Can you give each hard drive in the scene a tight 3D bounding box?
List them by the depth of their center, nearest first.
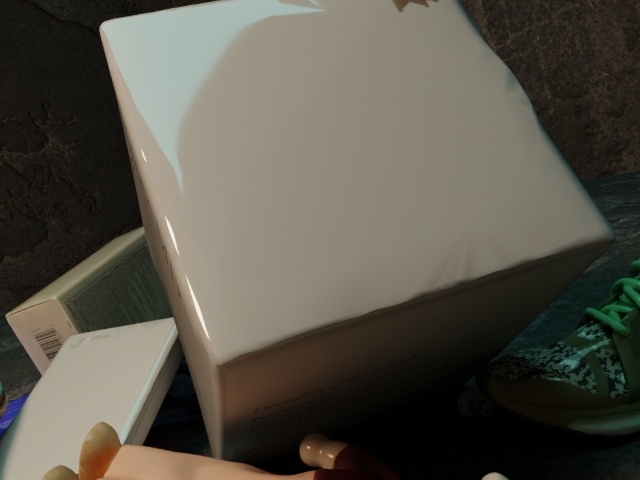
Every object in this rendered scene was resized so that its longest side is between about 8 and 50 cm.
[{"bbox_3d":[-0.295,0.224,0.820,0.203,0.040,0.307,-12,33,20],"label":"hard drive"}]

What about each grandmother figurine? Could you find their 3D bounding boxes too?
[{"bbox_3d":[-0.005,0.196,0.461,0.343,0.103,0.208,6,22,9],"label":"grandmother figurine"}]

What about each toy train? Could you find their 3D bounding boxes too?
[{"bbox_3d":[-0.229,0.216,0.943,0.184,0.105,0.080,-11,32,5],"label":"toy train"}]

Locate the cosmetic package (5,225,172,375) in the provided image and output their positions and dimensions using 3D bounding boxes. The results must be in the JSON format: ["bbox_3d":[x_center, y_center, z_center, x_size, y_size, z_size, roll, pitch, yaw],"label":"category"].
[{"bbox_3d":[-0.353,0.104,1.132,0.113,0.160,0.309,-19,15,22],"label":"cosmetic package"}]

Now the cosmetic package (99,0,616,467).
[{"bbox_3d":[0.000,0.000,0.692,0.328,0.329,0.393,-16,-26,-16],"label":"cosmetic package"}]

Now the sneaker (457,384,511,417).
[{"bbox_3d":[0.207,0.170,0.749,0.098,0.038,0.069,-33,19,-37],"label":"sneaker"}]

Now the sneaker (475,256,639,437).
[{"bbox_3d":[0.346,0.064,0.680,0.411,0.181,0.158,-14,9,-4],"label":"sneaker"}]

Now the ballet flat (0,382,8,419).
[{"bbox_3d":[-0.423,0.262,0.727,0.108,0.106,0.316,22,14,-9],"label":"ballet flat"}]

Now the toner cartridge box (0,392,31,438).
[{"bbox_3d":[-0.504,0.311,0.895,0.348,0.075,0.165,-21,9,-41],"label":"toner cartridge box"}]

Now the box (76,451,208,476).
[{"bbox_3d":[-0.153,0.255,0.583,0.175,0.051,0.220,-2,3,-27],"label":"box"}]
